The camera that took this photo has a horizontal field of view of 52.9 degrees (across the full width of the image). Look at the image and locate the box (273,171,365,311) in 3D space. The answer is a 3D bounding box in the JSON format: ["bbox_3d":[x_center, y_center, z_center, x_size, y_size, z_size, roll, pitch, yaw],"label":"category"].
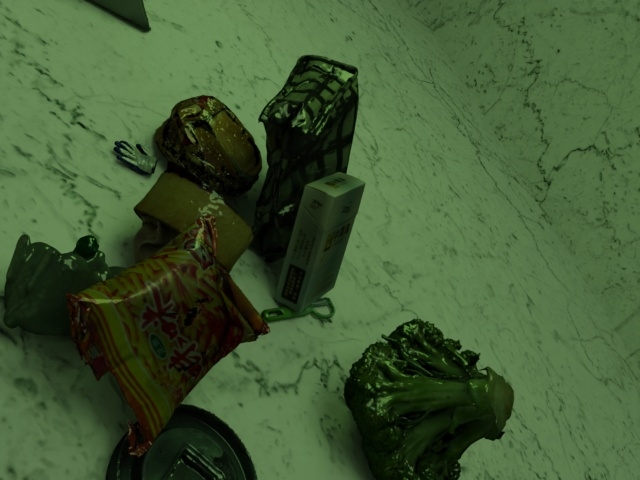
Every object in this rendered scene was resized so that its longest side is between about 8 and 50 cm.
[{"bbox_3d":[0.000,0.000,1.232,0.067,0.243,0.155,24,25,17],"label":"box"}]

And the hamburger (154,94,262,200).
[{"bbox_3d":[-0.219,-0.185,1.301,0.231,0.107,0.231,37,30,-26],"label":"hamburger"}]

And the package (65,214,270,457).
[{"bbox_3d":[-0.202,0.115,0.872,0.288,0.108,0.223,-37,109,-46],"label":"package"}]

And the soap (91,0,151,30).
[{"bbox_3d":[-0.441,-0.643,1.381,0.302,0.258,0.159,19,41,-41],"label":"soap"}]

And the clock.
[{"bbox_3d":[-0.178,0.323,0.845,0.215,0.042,0.215,32,34,-26],"label":"clock"}]

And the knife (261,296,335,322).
[{"bbox_3d":[-0.037,0.143,1.248,0.212,0.015,0.054,0,58,-52],"label":"knife"}]

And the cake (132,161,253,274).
[{"bbox_3d":[-0.228,-0.002,1.049,0.207,0.178,0.185,33,-12,48],"label":"cake"}]

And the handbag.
[{"bbox_3d":[-0.037,-0.170,1.307,0.162,0.325,0.327,17,36,11],"label":"handbag"}]

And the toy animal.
[{"bbox_3d":[-0.312,0.078,0.905,0.251,0.127,0.125,30,21,-53],"label":"toy animal"}]

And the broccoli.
[{"bbox_3d":[0.195,0.280,1.135,0.304,0.283,0.321,49,47,-19],"label":"broccoli"}]

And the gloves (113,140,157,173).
[{"bbox_3d":[-0.342,-0.156,1.189,0.086,0.026,0.064,26,36,-24],"label":"gloves"}]
